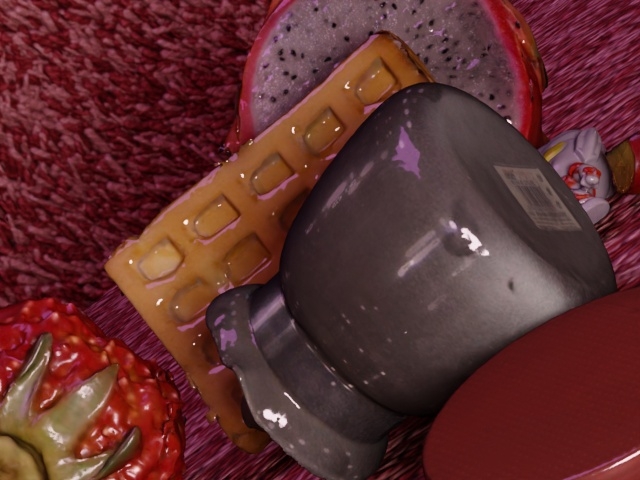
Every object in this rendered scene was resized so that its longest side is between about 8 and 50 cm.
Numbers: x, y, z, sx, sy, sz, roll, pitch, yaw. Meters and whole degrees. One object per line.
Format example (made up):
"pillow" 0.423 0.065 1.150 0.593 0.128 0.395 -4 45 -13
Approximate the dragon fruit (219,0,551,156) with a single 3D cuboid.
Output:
"dragon fruit" 0.071 -0.102 1.837 0.305 0.305 0.226 -37 -18 2

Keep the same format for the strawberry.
"strawberry" -0.225 0.181 1.705 0.292 0.292 0.343 -36 -4 11

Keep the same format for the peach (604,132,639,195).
"peach" 0.264 -0.064 1.613 0.083 0.050 0.077 -18 -4 37

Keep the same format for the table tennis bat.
"table tennis bat" 0.192 0.069 1.212 0.310 0.038 0.200 -35 23 -21

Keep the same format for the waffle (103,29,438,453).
"waffle" 0.000 0.000 1.671 0.327 0.224 0.098 -39 -17 5

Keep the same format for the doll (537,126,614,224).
"doll" 0.214 -0.045 1.672 0.180 0.079 0.094 -83 14 -69

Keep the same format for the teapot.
"teapot" 0.051 0.035 1.471 0.285 0.223 0.305 -41 10 21
